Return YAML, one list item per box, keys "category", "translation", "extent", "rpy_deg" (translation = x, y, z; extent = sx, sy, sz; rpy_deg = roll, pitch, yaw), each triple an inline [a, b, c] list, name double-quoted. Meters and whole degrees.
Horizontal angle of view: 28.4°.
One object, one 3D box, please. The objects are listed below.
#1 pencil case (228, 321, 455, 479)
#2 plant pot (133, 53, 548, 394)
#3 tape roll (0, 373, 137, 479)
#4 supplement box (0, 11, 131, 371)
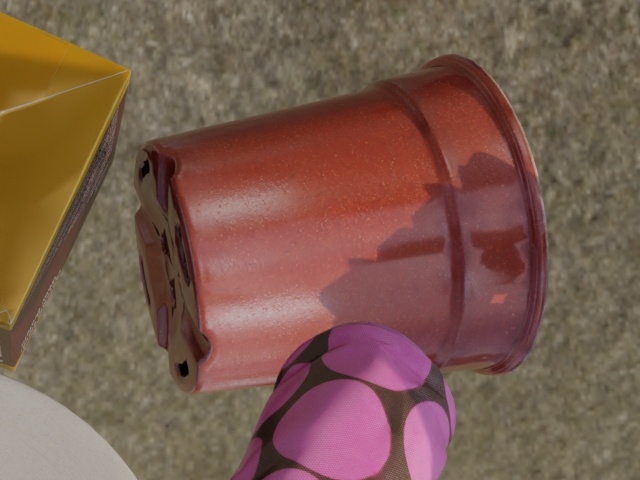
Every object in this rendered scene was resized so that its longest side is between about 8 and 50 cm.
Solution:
- category: "pencil case"
  translation: [-0.019, 0.127, 0.506]
  extent: [0.095, 0.209, 0.098]
  rpy_deg: [41, 133, -4]
- category: "plant pot"
  translation: [0.000, 0.000, 1.018]
  extent: [0.265, 0.272, 0.272]
  rpy_deg: [-9, 145, -19]
- category: "tape roll"
  translation: [-0.264, 0.238, 0.686]
  extent: [0.392, 0.392, 0.072]
  rpy_deg: [1, 140, -1]
- category: "supplement box"
  translation: [-0.236, -0.031, 0.893]
  extent: [0.129, 0.191, 0.194]
  rpy_deg: [24, 162, -6]
